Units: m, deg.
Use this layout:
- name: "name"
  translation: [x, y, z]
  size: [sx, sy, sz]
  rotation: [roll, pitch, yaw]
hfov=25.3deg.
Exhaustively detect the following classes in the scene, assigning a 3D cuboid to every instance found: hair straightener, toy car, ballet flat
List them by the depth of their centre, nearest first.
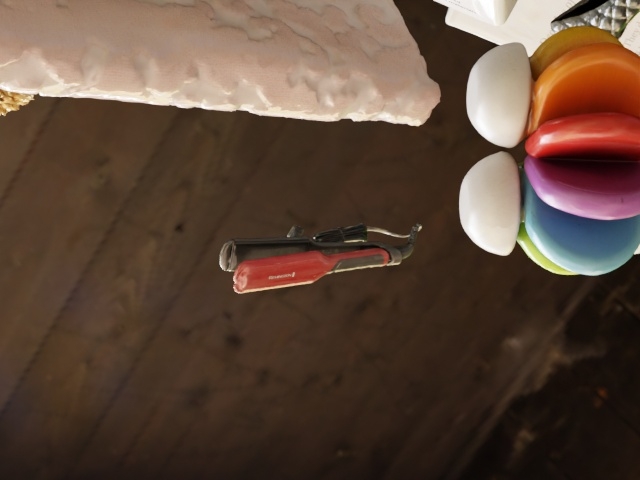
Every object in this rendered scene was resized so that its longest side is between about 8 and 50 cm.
- name: "toy car"
  translation: [0.188, -0.056, 1.005]
  size: [0.159, 0.136, 0.182]
  rotation: [1, -74, -7]
- name: "ballet flat"
  translation: [0.229, -0.199, 1.068]
  size: [0.173, 0.049, 0.057]
  rotation: [-57, 4, 47]
- name: "hair straightener"
  translation: [0.000, 0.000, 1.495]
  size: [0.230, 0.089, 0.047]
  rotation: [-12, -51, -24]

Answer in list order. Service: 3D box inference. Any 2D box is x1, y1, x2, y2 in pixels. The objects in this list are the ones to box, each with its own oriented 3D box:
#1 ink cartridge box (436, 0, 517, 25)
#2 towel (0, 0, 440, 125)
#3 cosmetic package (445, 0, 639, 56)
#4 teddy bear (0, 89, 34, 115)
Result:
- name: "ink cartridge box"
  translation: [0.129, -0.318, 1.066]
  size: [0.201, 0.117, 0.278]
  rotation: [-61, -14, -10]
- name: "towel"
  translation: [-0.109, -0.209, 0.933]
  size: [0.332, 0.317, 0.053]
  rotation: [1, -38, -33]
- name: "cosmetic package"
  translation: [0.414, -0.414, 1.822]
  size: [0.393, 0.329, 0.327]
  rotation: [21, -47, -6]
- name: "teddy bear"
  translation: [-0.370, -0.108, 1.091]
  size: [0.245, 0.338, 0.113]
  rotation: [34, -54, -8]
